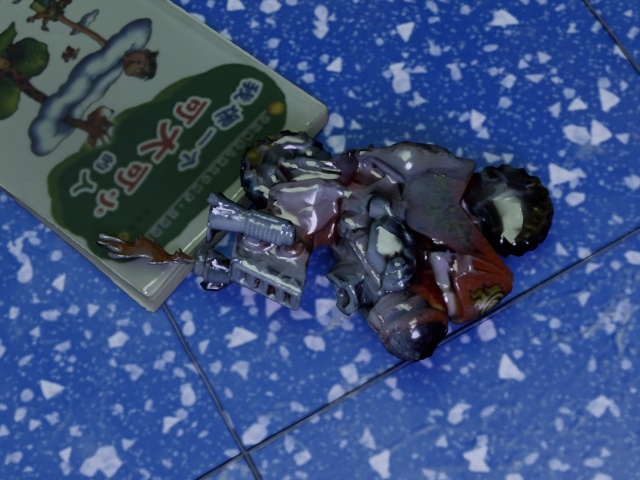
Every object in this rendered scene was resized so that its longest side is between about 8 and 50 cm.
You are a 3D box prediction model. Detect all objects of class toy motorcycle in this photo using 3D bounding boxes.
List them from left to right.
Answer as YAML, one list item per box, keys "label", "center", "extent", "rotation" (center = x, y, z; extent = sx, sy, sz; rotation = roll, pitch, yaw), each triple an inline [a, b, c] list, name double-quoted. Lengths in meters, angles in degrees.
- label: "toy motorcycle"
  center: [0.000, 0.000, 1.494]
  extent: [0.401, 0.134, 0.207]
  rotation: [11, 61, 1]

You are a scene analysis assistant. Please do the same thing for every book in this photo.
- label: "book"
  center: [-0.212, -0.129, 1.653]
  extent: [0.371, 0.043, 0.260]
  rotation: [35, 74, 22]
